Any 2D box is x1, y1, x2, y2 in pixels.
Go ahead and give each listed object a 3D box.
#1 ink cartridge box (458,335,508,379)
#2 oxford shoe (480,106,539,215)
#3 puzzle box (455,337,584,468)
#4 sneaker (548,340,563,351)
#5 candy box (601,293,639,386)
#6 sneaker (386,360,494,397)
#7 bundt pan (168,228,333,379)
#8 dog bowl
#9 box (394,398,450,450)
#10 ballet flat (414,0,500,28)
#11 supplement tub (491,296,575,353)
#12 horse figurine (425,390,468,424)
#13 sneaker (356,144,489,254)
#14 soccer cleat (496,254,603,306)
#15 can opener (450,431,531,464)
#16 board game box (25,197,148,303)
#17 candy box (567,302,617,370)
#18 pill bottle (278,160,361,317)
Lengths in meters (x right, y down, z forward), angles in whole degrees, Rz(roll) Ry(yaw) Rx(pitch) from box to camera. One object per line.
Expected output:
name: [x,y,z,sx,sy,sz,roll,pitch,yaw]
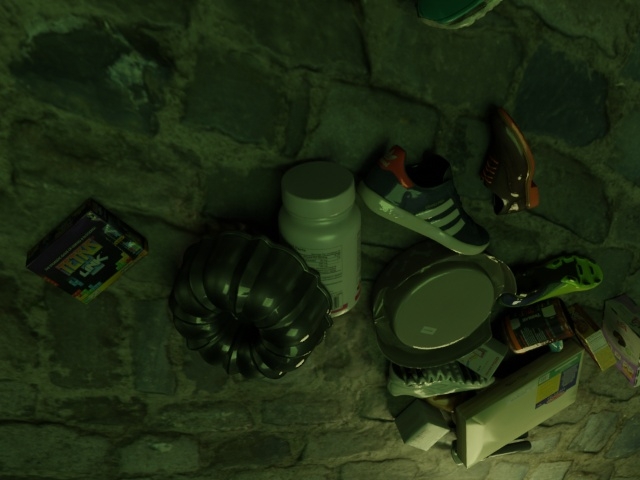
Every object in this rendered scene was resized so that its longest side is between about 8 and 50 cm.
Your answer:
ink cartridge box: [0.402,0.282,1.615,0.122,0.052,0.089,30,124,14]
oxford shoe: [0.378,-0.149,1.300,0.098,0.097,0.271,-24,130,7]
puzzle box: [0.565,0.464,1.800,0.408,0.052,0.272,-26,134,-14]
sneaker: [0.604,0.244,1.710,0.073,0.063,0.162,-21,124,15]
candy box: [0.849,0.273,1.738,0.070,0.165,0.196,-19,130,-5]
sneaker: [0.311,0.357,1.664,0.292,0.110,0.118,3,133,-11]
bundt pan: [-0.147,0.147,1.221,0.330,0.124,0.331,11,131,13]
dog bowl: [0.275,0.141,1.478,0.348,0.102,0.349,-9,128,-12]
box: [0.284,0.517,1.777,0.102,0.087,0.101,28,113,-34]
ballet flat: [0.323,-0.494,0.999,0.147,0.147,0.409,25,115,-32]
supplement tub: [0.534,0.225,1.615,0.198,0.106,0.106,-26,132,23]
horse figurine: [0.413,0.464,1.797,0.174,0.066,0.263,-36,127,0]
sneaker: [0.244,-0.084,1.282,0.350,0.131,0.148,20,110,-35]
soccer cleat: [0.565,0.103,1.578,0.289,0.093,0.121,-9,159,-18]
can opener: [0.528,0.632,1.947,0.280,0.074,0.093,-2,163,-21]
board game box: [-0.431,0.024,1.178,0.170,0.048,0.141,-38,130,11]
candy box: [0.734,0.264,1.728,0.053,0.109,0.187,-34,129,8]
pill bottle: [0.000,0.000,1.236,0.160,0.160,0.283,-11,129,-11]
